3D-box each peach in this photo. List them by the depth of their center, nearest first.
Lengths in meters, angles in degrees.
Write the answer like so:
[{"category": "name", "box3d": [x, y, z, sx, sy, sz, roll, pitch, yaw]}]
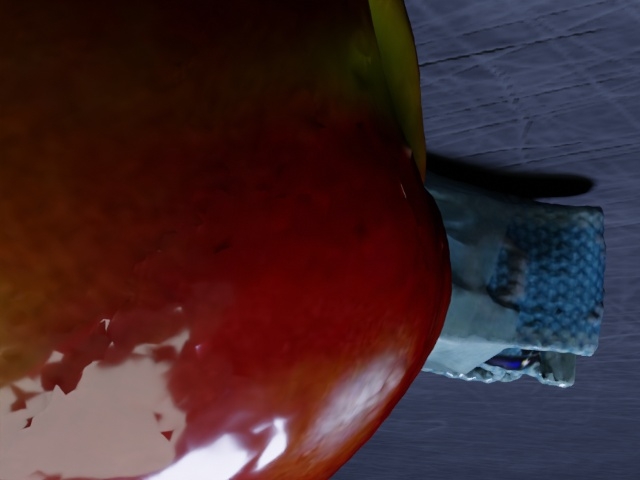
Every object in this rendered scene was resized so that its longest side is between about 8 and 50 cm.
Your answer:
[{"category": "peach", "box3d": [-0.087, -0.011, 0.435, 0.226, 0.190, 0.196, -11, 170, 10]}]

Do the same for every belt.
[{"category": "belt", "box3d": [0.000, 0.000, 0.667, 0.087, 0.072, 0.302, -14, 159, 42]}]
